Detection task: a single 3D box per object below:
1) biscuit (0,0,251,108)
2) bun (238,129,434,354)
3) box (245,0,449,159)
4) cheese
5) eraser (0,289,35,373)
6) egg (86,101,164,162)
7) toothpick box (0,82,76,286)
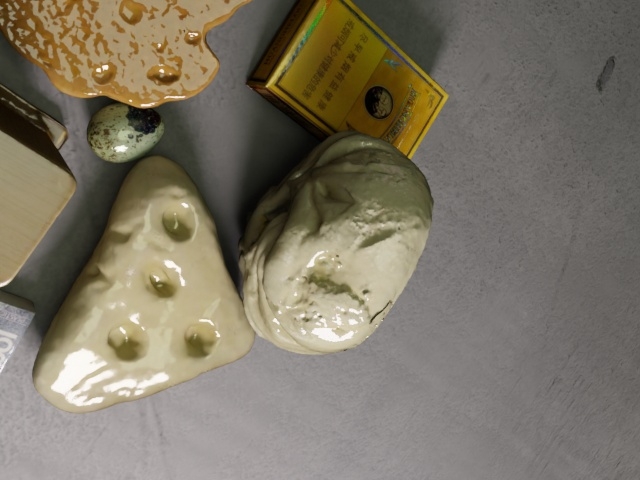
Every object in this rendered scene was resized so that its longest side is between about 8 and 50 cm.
[{"bbox_3d":[-0.253,-0.331,0.872,0.351,0.057,0.312,7,107,-17],"label":"biscuit"},{"bbox_3d":[0.000,0.000,1.023,0.211,0.360,0.359,30,89,-18],"label":"bun"},{"bbox_3d":[0.053,-0.250,1.118,0.301,0.084,0.192,33,88,-33],"label":"box"},{"bbox_3d":[-0.288,0.082,0.995,0.328,0.130,0.350,-28,117,-21],"label":"cheese"},{"bbox_3d":[-0.496,0.170,0.954,0.092,0.046,0.212,29,89,-33],"label":"eraser"},{"bbox_3d":[-0.275,-0.155,0.959,0.110,0.085,0.085,-17,112,-20],"label":"egg"},{"bbox_3d":[-0.401,-0.084,0.780,0.187,0.308,0.190,37,87,-32],"label":"toothpick box"}]
